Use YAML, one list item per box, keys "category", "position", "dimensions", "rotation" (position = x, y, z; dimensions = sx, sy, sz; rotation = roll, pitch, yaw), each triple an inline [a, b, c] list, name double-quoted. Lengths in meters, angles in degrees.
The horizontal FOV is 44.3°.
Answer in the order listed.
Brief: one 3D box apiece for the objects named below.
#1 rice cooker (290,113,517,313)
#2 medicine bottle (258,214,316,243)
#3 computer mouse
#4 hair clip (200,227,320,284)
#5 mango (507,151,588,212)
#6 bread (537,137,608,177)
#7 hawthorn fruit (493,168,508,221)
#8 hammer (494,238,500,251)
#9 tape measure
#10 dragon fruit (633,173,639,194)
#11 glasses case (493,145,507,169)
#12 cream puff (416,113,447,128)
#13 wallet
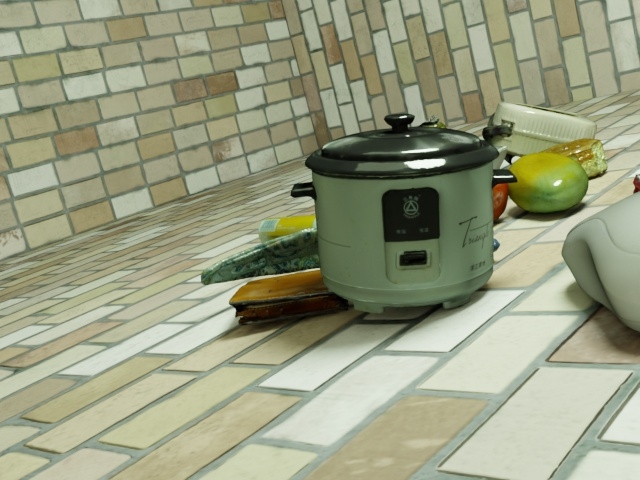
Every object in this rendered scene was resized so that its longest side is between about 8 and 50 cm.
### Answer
- category: "rice cooker"
  position: [0.104, -0.045, 0.993]
  dimensions: [0.280, 0.227, 0.241]
  rotation: [-3, 14, 5]
- category: "medicine bottle"
  position: [-0.038, -0.019, 1.535]
  dimensions: [0.074, 0.074, 0.218]
  rotation: [-22, 12, -35]
- category: "computer mouse"
  position: [0.344, 0.002, 0.795]
  dimensions: [0.184, 0.121, 0.297]
  rotation: [-14, 11, 13]
- category: "hair clip"
  position: [-0.075, 0.028, 1.218]
  dimensions: [0.229, 0.066, 0.036]
  rotation: [-14, 22, -10]
- category: "mango"
  position: [0.384, -0.096, 1.336]
  dimensions: [0.130, 0.092, 0.195]
  rotation: [-11, 15, 9]
- category: "bread"
  position: [0.494, -0.153, 1.550]
  dimensions: [0.140, 0.069, 0.128]
  rotation: [-17, 11, -6]
- category: "hawthorn fruit"
  position: [0.261, -0.076, 1.355]
  dimensions: [0.128, 0.128, 0.128]
  rotation: [-14, 10, 3]
- category: "hammer"
  position: [0.181, 0.005, 1.164]
  dimensions: [0.116, 0.070, 0.193]
  rotation: [-21, 17, -38]
- category: "tape measure"
  position: [0.478, -0.235, 1.759]
  dimensions: [0.231, 0.133, 0.271]
  rotation: [12, 17, 9]
- category: "dragon fruit"
  position: [0.519, -0.098, 1.108]
  dimensions: [0.192, 0.123, 0.092]
  rotation: [-17, 25, -28]
- category: "glasses case"
  position: [0.323, -0.149, 1.653]
  dimensions: [0.128, 0.083, 0.308]
  rotation: [-40, 8, 7]
- category: "cream puff"
  position: [0.270, -0.219, 1.937]
  dimensions: [0.183, 0.169, 0.183]
  rotation: [-16, 10, 3]
- category: "wallet"
  position: [-0.040, 0.079, 1.147]
  dimensions: [0.160, 0.042, 0.195]
  rotation: [-7, 7, 3]
